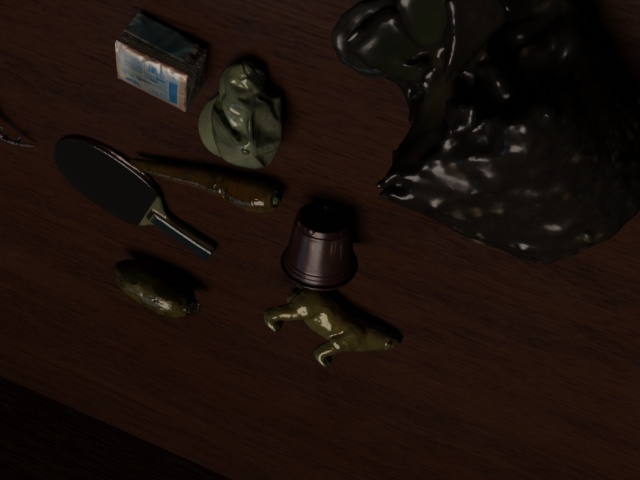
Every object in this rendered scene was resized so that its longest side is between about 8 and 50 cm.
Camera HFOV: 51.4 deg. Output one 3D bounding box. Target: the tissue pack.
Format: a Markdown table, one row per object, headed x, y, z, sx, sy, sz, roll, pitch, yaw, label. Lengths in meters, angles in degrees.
| x | y | z | sx | sy | sz | roll | pitch | yaw | label |
| --- | --- | --- | --- | --- | --- | --- | --- | --- | --- |
| -0.183 | -0.204 | 0.770 | 0.095 | 0.058 | 0.074 | 27 | 150 | 0 | tissue pack |

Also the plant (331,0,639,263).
| x | y | z | sx | sy | sz | roll | pitch | yaw | label |
| --- | --- | --- | --- | --- | --- | --- | --- | --- | --- |
| 0.138 | -0.116 | 0.552 | 0.276 | 0.188 | 0.199 | 41 | 144 | -22 | plant |

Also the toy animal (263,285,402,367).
| x | y | z | sx | sy | sz | roll | pitch | yaw | label |
| --- | --- | --- | --- | --- | --- | --- | --- | --- | --- |
| 0.025 | 0.139 | 1.099 | 0.219 | 0.103 | 0.101 | 38 | 122 | -11 | toy animal |

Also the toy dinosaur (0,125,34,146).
| x | y | z | sx | sy | sz | roll | pitch | yaw | label |
| --- | --- | --- | --- | --- | --- | --- | --- | --- | --- |
| -0.545 | -0.205 | 1.038 | 0.209 | 0.039 | 0.082 | 36 | 145 | -17 | toy dinosaur |

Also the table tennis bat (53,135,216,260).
| x | y | z | sx | sy | sz | roll | pitch | yaw | label |
| --- | --- | --- | --- | --- | --- | --- | --- | --- | --- |
| -0.301 | -0.064 | 1.084 | 0.301 | 0.022 | 0.173 | 35 | 146 | -12 | table tennis bat |

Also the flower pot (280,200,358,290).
| x | y | z | sx | sy | sz | roll | pitch | yaw | label |
| --- | --- | --- | --- | --- | --- | --- | --- | --- | --- |
| 0.000 | 0.000 | 0.902 | 0.111 | 0.111 | 0.089 | 17 | 134 | 14 | flower pot |

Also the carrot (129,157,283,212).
| x | y | z | sx | sy | sz | roll | pitch | yaw | label |
| --- | --- | --- | --- | --- | --- | --- | --- | --- | --- |
| -0.167 | -0.085 | 0.944 | 0.255 | 0.049 | 0.049 | 17 | 146 | 19 | carrot |

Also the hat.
| x | y | z | sx | sy | sz | roll | pitch | yaw | label |
| --- | --- | --- | --- | --- | --- | --- | --- | --- | --- |
| -0.106 | -0.136 | 0.806 | 0.122 | 0.081 | 0.166 | 46 | 153 | -24 | hat |

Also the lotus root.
| x | y | z | sx | sy | sz | roll | pitch | yaw | label |
| --- | --- | --- | --- | --- | --- | --- | --- | --- | --- |
| -0.308 | 0.092 | 1.248 | 0.179 | 0.089 | 0.080 | 26 | 105 | 7 | lotus root |
